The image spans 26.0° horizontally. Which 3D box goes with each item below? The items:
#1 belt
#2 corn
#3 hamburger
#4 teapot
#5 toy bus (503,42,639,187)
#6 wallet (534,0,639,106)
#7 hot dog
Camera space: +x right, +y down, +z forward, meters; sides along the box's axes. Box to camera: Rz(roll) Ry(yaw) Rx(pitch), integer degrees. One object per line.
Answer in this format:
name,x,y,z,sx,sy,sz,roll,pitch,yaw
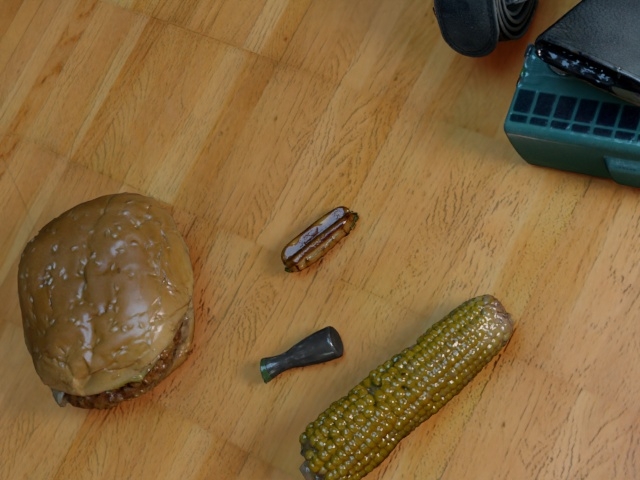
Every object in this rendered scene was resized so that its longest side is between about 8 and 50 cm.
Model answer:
belt,0.218,-0.361,1.756,0.116,0.206,0.267,5,84,26
corn,0.100,0.184,1.664,0.320,0.097,0.097,-41,59,3
hamburger,-0.287,0.080,1.860,0.260,0.144,0.283,-25,67,12
teapot,-0.027,0.147,1.767,0.111,0.043,0.042,-24,62,18
toy bus,0.361,-0.142,1.647,0.256,0.128,0.147,14,76,30
wallet,0.428,-0.288,1.624,0.191,0.046,0.379,28,55,32
hot dog,0.000,0.000,1.818,0.122,0.037,0.049,-36,48,3
